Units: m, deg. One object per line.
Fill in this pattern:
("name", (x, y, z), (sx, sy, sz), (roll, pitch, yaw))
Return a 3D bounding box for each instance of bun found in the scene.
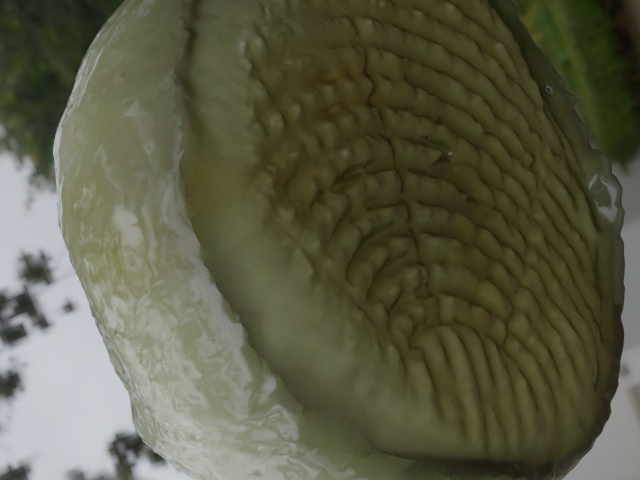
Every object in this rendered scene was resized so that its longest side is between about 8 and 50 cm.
("bun", (-0.002, -0.001, 1.007), (0.364, 0.202, 0.364), (24, -124, -42))
